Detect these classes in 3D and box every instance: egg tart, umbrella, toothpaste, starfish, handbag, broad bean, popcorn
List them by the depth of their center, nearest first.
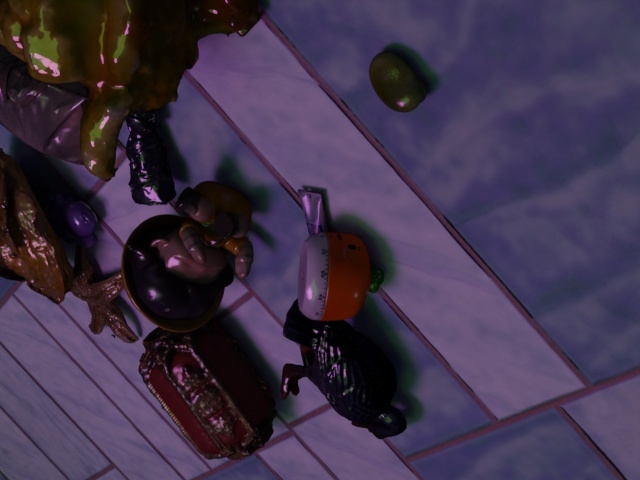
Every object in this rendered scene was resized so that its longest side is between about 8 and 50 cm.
[{"bbox_3d":[0.093,-0.195,1.299,0.083,0.045,0.063,47,140,9],"label":"broad bean"},{"bbox_3d":[-0.276,-0.284,1.377,0.290,0.326,0.321,42,97,8],"label":"popcorn"},{"bbox_3d":[0.000,0.000,1.557,0.045,0.028,0.170,14,130,39],"label":"toothpaste"},{"bbox_3d":[-0.271,-0.163,1.619,0.080,0.071,0.224,8,122,22],"label":"umbrella"},{"bbox_3d":[-0.456,-0.227,1.683,0.270,0.117,0.182,27,151,20],"label":"handbag"},{"bbox_3d":[-0.543,-0.016,1.873,0.297,0.132,0.297,54,157,35],"label":"egg tart"},{"bbox_3d":[-0.425,0.097,1.996,0.236,0.062,0.277,47,145,6],"label":"starfish"}]

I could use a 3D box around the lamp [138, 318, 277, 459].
[{"bbox_3d":[-0.195,0.255,1.842,0.177,0.177,0.274,-20,111,48],"label":"lamp"}]

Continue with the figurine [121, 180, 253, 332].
[{"bbox_3d":[-0.203,0.019,1.646,0.192,0.167,0.257,26,120,-27],"label":"figurine"}]

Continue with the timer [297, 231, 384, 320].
[{"bbox_3d":[0.032,0.053,1.513,0.136,0.099,0.136,-1,112,-3],"label":"timer"}]

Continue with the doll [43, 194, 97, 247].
[{"bbox_3d":[-0.452,-0.036,1.886,0.206,0.067,0.110,-3,129,56],"label":"doll"}]

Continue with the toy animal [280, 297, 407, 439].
[{"bbox_3d":[0.031,0.206,1.636,0.185,0.122,0.298,18,140,35],"label":"toy animal"}]
